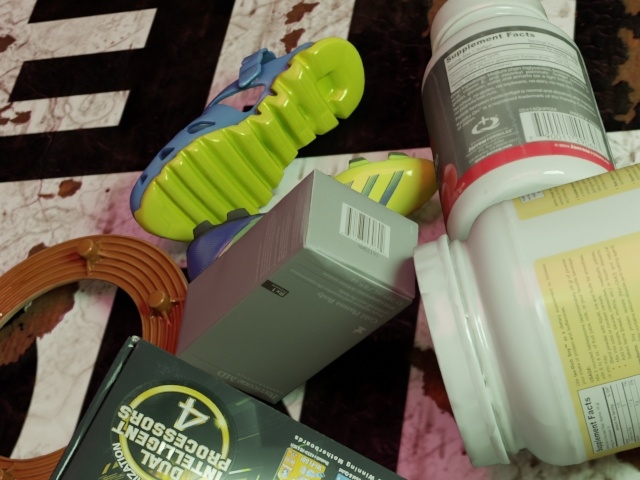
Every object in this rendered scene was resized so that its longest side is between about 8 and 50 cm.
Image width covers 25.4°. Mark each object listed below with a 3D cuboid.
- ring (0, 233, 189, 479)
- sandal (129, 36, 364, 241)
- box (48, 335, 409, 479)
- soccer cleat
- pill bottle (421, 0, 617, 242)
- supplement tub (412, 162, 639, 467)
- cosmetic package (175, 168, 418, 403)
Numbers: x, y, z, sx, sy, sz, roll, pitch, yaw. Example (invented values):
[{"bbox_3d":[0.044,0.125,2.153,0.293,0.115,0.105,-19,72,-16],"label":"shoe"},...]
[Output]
[{"bbox_3d":[-0.285,0.127,1.493,0.336,0.032,0.336,-15,50,19],"label":"ring"},{"bbox_3d":[-0.095,-0.118,1.618,0.317,0.126,0.138,-41,36,-21],"label":"sandal"},{"bbox_3d":[-0.052,0.301,1.102,0.395,0.097,0.318,29,59,-4],"label":"box"},{"bbox_3d":[0.000,0.001,1.496,0.289,0.093,0.121,-21,59,3],"label":"soccer cleat"},{"bbox_3d":[0.197,-0.117,1.453,0.176,0.176,0.318,-14,47,9],"label":"pill bottle"},{"bbox_3d":[0.266,0.058,1.231,0.331,0.241,0.241,-16,47,8],"label":"supplement tub"},{"bbox_3d":[-0.025,0.050,1.351,0.238,0.127,0.107,-44,29,41],"label":"cosmetic package"}]
